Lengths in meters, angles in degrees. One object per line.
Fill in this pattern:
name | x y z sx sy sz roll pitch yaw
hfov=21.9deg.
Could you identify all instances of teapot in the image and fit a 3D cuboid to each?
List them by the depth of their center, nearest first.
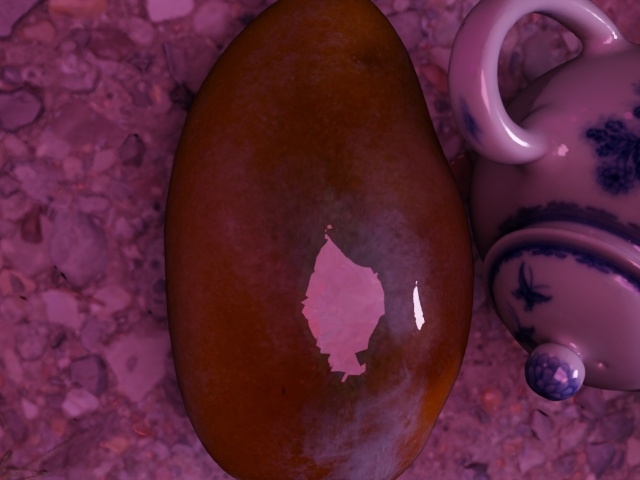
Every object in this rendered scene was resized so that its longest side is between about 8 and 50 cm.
teapot | 0.214 0.003 1.160 0.424 0.252 0.280 55 53 -27

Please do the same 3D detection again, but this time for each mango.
mango | 0.000 0.000 1.173 0.222 0.199 0.383 4 83 -5
